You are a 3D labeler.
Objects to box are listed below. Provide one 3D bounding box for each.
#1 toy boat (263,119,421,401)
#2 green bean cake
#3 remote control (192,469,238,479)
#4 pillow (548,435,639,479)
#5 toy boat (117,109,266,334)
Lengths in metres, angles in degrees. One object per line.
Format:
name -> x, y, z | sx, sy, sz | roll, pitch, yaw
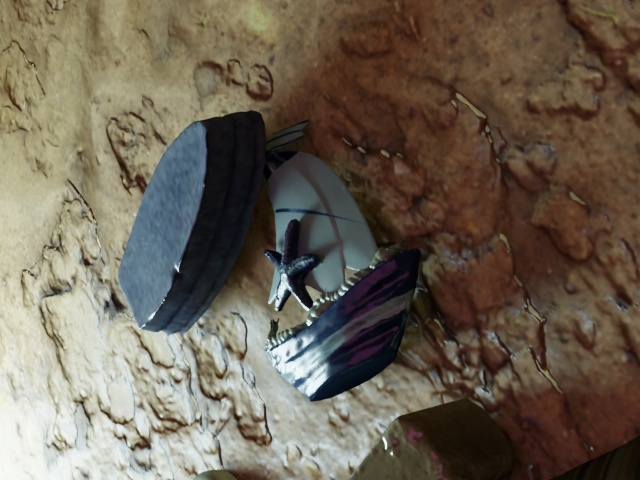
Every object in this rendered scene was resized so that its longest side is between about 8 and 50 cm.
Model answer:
toy boat -> -0.012, 0.027, 1.056 | 0.291, 0.070, 0.210 | 50, 120, 39
green bean cake -> 0.080, 0.228, 0.933 | 0.085, 0.109, 0.179 | 51, 121, 31
remote control -> -0.072, 0.319, 1.119 | 0.221, 0.042, 0.078 | 32, 109, 40
pillow -> 0.183, 0.239, 0.792 | 0.052, 0.208, 0.212 | 46, 129, -10
toy boat -> -0.135, -0.023, 1.143 | 0.127, 0.078, 0.283 | 59, 134, 38
